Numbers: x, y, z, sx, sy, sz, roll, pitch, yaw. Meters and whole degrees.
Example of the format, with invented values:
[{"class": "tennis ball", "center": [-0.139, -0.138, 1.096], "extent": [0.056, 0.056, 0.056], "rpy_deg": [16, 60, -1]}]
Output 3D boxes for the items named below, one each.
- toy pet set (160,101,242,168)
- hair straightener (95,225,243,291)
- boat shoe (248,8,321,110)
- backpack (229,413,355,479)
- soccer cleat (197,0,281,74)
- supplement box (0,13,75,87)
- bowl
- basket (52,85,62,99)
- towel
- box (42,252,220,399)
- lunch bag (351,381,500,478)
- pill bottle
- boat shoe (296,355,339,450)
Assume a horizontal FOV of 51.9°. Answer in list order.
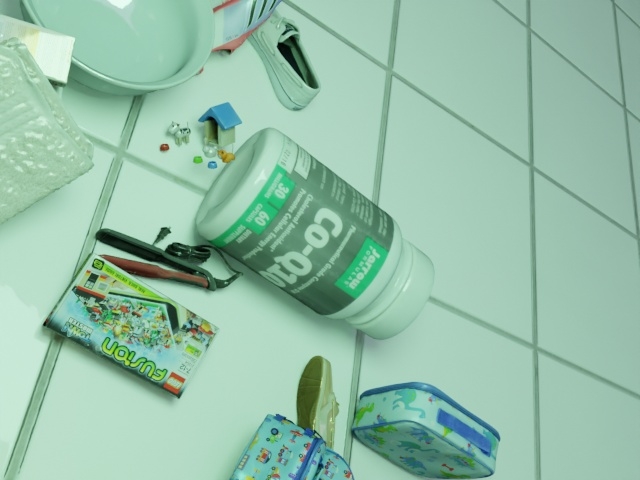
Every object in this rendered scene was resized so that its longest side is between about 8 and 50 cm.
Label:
[{"class": "toy pet set", "center": [-0.177, -0.174, 1.043], "extent": [0.114, 0.122, 0.065], "rpy_deg": [-33, 135, -46]}, {"class": "hair straightener", "center": [-0.220, 0.017, 0.980], "extent": [0.230, 0.047, 0.089], "rpy_deg": [14, 63, -28]}, {"class": "boat shoe", "center": [-0.073, -0.377, 1.238], "extent": [0.095, 0.084, 0.258], "rpy_deg": [-32, 93, -42]}, {"class": "backpack", "center": [-0.029, 0.345, 0.912], "extent": [0.173, 0.117, 0.158], "rpy_deg": [26, 49, 15]}, {"class": "soccer cleat", "center": [-0.148, -0.384, 1.161], "extent": [0.248, 0.083, 0.095], "rpy_deg": [-36, 114, -24]}, {"class": "supplement box", "center": [-0.363, -0.236, 0.822], "extent": [0.098, 0.036, 0.062], "rpy_deg": [13, 86, -27]}, {"class": "bowl", "center": [-0.320, -0.334, 0.990], "extent": [0.297, 0.134, 0.298], "rpy_deg": [16, 63, -34]}, {"class": "basket", "center": [-0.435, -0.169, 0.850], "extent": [0.167, 0.103, 0.113], "rpy_deg": [10, 66, -35]}, {"class": "towel", "center": [-0.423, -0.094, 0.764], "extent": [0.282, 0.049, 0.187], "rpy_deg": [-38, 122, -17]}, {"class": "box", "center": [-0.253, 0.118, 0.899], "extent": [0.207, 0.036, 0.114], "rpy_deg": [35, 73, -22]}, {"class": "lunch bag", "center": [0.179, 0.319, 1.092], "extent": [0.219, 0.176, 0.090], "rpy_deg": [35, 54, -22]}, {"class": "pill bottle", "center": [0.000, 0.000, 1.061], "extent": [0.361, 0.204, 0.204], "rpy_deg": [35, 54, -22]}, {"class": "boat shoe", "center": [0.000, 0.271, 1.049], "extent": [0.059, 0.063, 0.170], "rpy_deg": [18, 71, -35]}]
